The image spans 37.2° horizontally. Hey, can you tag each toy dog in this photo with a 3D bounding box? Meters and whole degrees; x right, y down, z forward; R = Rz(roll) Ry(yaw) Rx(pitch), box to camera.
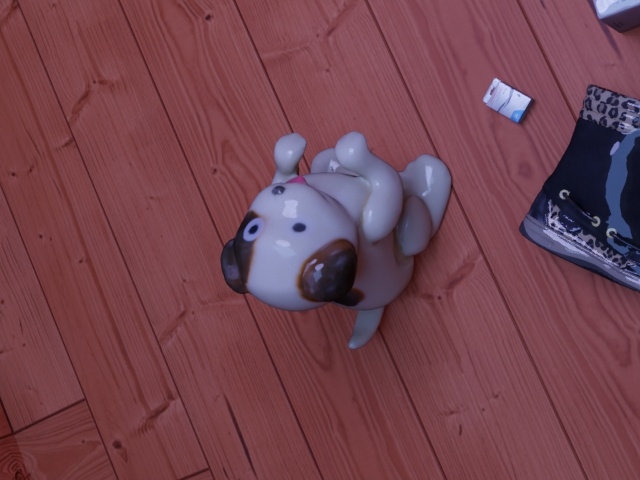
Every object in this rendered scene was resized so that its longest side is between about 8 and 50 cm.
[{"bbox_3d":[0.000,0.000,1.632,0.285,0.408,0.395,16,102,25],"label":"toy dog"}]

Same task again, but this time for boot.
[{"bbox_3d":[0.534,-0.067,1.513,0.378,0.138,0.284,26,106,28],"label":"boot"}]

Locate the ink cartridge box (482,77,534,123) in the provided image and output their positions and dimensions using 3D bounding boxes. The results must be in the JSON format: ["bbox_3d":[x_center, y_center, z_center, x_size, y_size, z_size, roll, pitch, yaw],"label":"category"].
[{"bbox_3d":[0.324,-0.245,1.657,0.083,0.028,0.048,34,108,21],"label":"ink cartridge box"}]

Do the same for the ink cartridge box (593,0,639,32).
[{"bbox_3d":[0.542,-0.461,1.431,0.270,0.197,0.198,-17,87,27],"label":"ink cartridge box"}]
